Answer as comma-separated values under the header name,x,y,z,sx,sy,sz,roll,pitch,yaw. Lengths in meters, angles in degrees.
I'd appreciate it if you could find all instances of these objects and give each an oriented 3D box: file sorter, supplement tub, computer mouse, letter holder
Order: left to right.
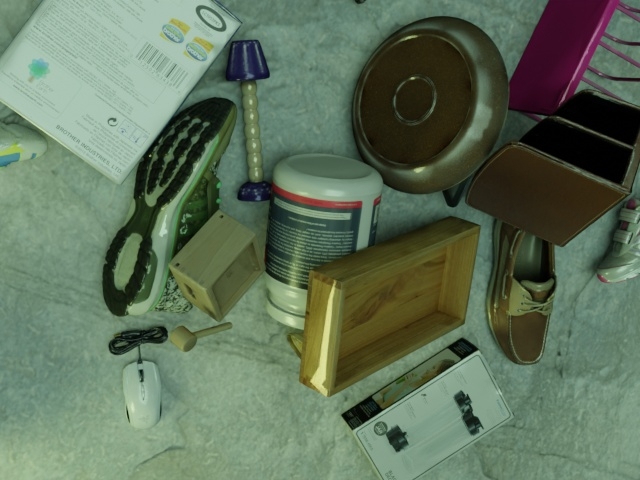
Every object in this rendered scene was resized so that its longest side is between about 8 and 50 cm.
name,x,y,z,sx,sy,sz,roll,pitch,yaw
computer mouse,-0.318,0.254,1.712,0.106,0.042,0.193,-7,102,-14
supplement tub,0.000,0.000,1.654,0.191,0.191,0.272,2,111,-15
letter holder,0.386,-0.133,1.618,0.214,0.302,0.152,22,73,1
file sorter,0.503,-0.331,1.728,0.182,0.202,0.290,24,94,-20

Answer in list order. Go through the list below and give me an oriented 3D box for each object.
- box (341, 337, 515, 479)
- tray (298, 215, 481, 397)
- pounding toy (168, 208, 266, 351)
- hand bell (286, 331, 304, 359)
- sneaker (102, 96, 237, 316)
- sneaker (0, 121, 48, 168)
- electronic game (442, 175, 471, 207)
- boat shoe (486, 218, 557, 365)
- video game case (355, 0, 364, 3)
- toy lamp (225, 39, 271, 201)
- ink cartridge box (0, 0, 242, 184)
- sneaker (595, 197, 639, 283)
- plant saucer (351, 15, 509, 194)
name,x,y,z,sx,sy,sz,roll,pitch,yaw
box,0.208,0.338,1.839,0.290,0.087,0.169,-32,106,-6
tray,0.127,0.101,1.646,0.411,0.076,0.202,-18,122,-47
pounding toy,-0.193,0.082,1.582,0.094,0.181,0.206,33,69,21
hand bell,0.067,0.142,1.770,0.242,0.126,0.126,-41,108,-16
sneaker,-0.227,-0.049,1.651,0.182,0.158,0.410,21,96,-46
sneaker,-0.572,-0.126,1.563,0.240,0.091,0.126,1,119,-15
electronic game,0.267,-0.167,1.686,0.048,0.229,0.229,18,96,2
boat shoe,0.390,0.091,1.822,0.123,0.116,0.324,-9,103,-12
video game case,0.076,-0.597,1.651,0.248,0.035,0.275,-42,108,-3
toy lamp,-0.121,-0.209,1.656,0.080,0.080,0.274,-5,104,-13
ink cartridge box,-0.316,-0.326,1.543,0.270,0.151,0.395,37,91,-18
sneaker,0.623,-0.023,1.876,0.252,0.103,0.111,-46,104,-9
plant saucer,0.169,-0.235,1.618,0.050,0.311,0.310,11,100,-51
